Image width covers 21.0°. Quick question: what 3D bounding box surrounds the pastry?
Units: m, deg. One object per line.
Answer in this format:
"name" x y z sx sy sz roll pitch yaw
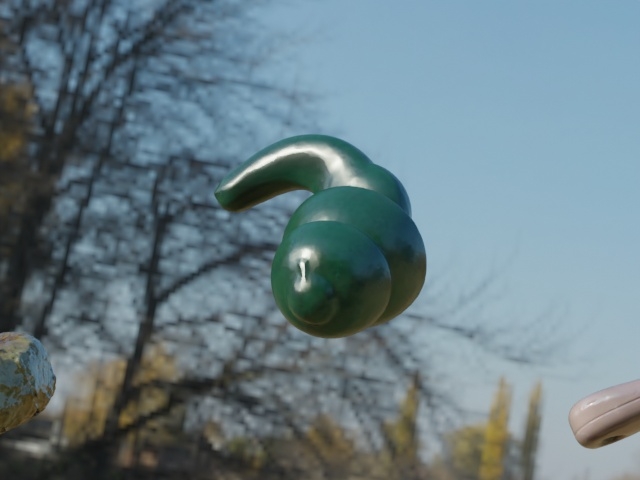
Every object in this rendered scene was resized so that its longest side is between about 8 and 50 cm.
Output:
"pastry" -0.357 0.159 1.698 0.192 0.093 0.182 -18 6 16

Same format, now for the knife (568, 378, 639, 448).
"knife" 0.379 0.108 1.518 0.336 0.043 0.081 -22 -20 4

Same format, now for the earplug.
"earplug" -0.002 -0.007 1.901 0.257 0.164 0.280 31 29 -1
